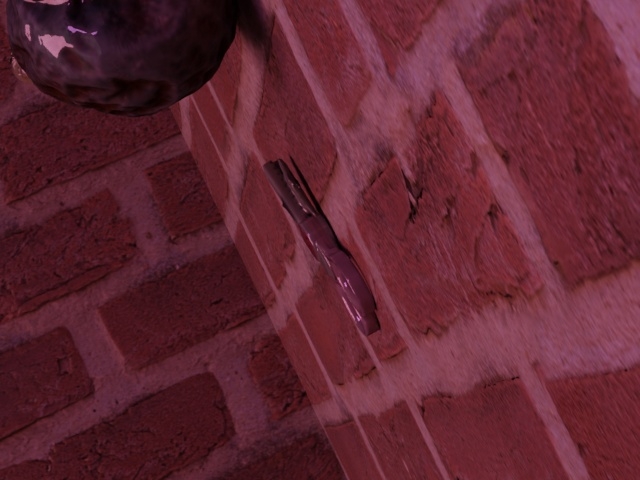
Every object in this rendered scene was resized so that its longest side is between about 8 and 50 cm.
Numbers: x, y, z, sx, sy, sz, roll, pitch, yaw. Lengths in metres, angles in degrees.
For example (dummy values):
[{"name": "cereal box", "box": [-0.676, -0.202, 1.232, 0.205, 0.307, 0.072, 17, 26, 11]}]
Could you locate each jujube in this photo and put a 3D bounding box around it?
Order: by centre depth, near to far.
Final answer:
[{"name": "jujube", "box": [-0.210, -0.236, 1.907, 0.308, 0.246, 0.215, -154, 46, -88]}]

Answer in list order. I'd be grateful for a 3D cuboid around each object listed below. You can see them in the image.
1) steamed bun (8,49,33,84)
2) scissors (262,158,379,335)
[{"name": "steamed bun", "box": [-0.269, -0.328, 2.288, 0.268, 0.207, 0.280, 124, 151, -51]}, {"name": "scissors", "box": [0.000, 0.000, 2.067, 0.242, 0.030, 0.118, 57, 170, 28]}]
